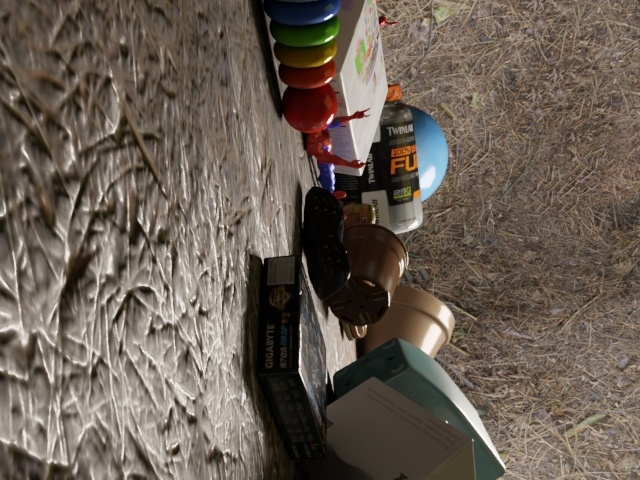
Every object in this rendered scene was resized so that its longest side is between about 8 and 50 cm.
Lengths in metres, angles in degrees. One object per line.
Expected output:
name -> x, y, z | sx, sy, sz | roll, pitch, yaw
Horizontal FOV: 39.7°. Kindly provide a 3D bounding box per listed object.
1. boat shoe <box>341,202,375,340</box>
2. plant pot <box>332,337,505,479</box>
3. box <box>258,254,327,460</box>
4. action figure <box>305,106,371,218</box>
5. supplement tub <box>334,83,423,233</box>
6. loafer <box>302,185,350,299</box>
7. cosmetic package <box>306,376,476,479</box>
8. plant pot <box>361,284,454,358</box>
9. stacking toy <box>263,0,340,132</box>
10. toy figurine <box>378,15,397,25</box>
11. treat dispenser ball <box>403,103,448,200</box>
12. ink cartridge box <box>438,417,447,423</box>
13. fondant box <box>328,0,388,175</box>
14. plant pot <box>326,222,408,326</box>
boat shoe -> 0.087, 0.070, 1.964 | 0.111, 0.104, 0.308 | -58, 141, -79
plant pot -> 0.151, 0.333, 1.637 | 0.252, 0.247, 0.248 | 58, 5, -17
box -> -0.031, 0.152, 1.131 | 0.220, 0.051, 0.175 | 76, 10, -49
action figure -> 0.046, -0.155, 1.723 | 0.280, 0.138, 0.092 | 71, 14, -54
supplement tub -> 0.125, -0.189, 2.089 | 0.207, 0.207, 0.338 | -66, 149, -77
loafer -> 0.000, 0.000, 1.498 | 0.078, 0.076, 0.223 | -54, -149, 39
cosmetic package -> 0.112, 0.421, 1.297 | 0.217, 0.156, 0.385 | 29, -45, 45
plant pot -> 0.207, 0.282, 2.365 | 0.263, 0.262, 0.229 | 75, 29, -54
stacking toy -> -0.029, -0.314, 1.330 | 0.141, 0.141, 0.331 | -86, 175, -55
toy figurine -> 0.055, -0.657, 2.049 | 0.217, 0.191, 0.363 | 70, 14, -47
treat dispenser ball -> 0.199, -0.226, 2.392 | 0.288, 0.288, 0.288 | -6, 90, -83
ink cartridge box -> 0.161, 0.389, 1.446 | 0.154, 0.093, 0.213 | 0, -65, 60
fondant box -> 0.051, -0.323, 1.787 | 0.330, 0.096, 0.238 | 75, 29, -58
plant pot -> 0.086, 0.077, 1.791 | 0.165, 0.166, 0.167 | -70, 155, -56
